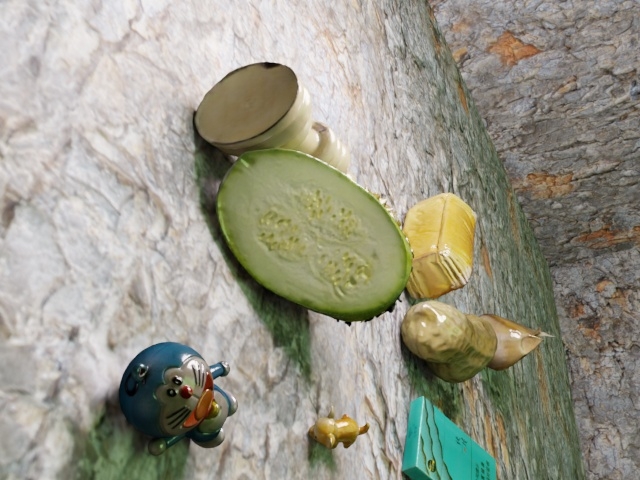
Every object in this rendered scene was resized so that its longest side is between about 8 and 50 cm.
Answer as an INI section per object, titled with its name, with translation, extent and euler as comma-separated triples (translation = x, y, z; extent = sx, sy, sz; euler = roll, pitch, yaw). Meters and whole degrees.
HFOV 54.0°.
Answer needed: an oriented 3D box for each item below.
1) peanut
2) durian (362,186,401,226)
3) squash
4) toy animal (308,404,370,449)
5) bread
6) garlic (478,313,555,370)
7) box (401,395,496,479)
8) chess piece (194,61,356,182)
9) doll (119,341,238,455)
[peanut]
translation = 0.273, 0.217, 1.320
extent = 0.291, 0.143, 0.159
euler = 23, 63, -52
[durian]
translation = 0.089, -0.033, 1.109
extent = 0.140, 0.078, 0.224
euler = 64, 22, -7
[squash]
translation = 0.000, 0.000, 0.845
extent = 0.260, 0.189, 0.189
euler = 38, 42, -58
[toy animal]
translation = 0.026, 0.264, 0.876
extent = 0.083, 0.081, 0.060
euler = 68, 20, -62
[bread]
translation = 0.265, 0.009, 1.414
extent = 0.119, 0.153, 0.288
euler = 55, 30, -23
[garlic]
translation = 0.534, 0.284, 1.750
extent = 0.338, 0.196, 0.151
euler = 16, 77, -63
[box]
translation = 0.248, 0.424, 1.183
extent = 0.226, 0.042, 0.161
euler = 43, 33, -16
[chess piece]
translation = -0.036, -0.127, 0.924
extent = 0.124, 0.139, 0.307
euler = 41, 1, 30
[doll]
translation = -0.136, 0.151, 0.605
extent = 0.114, 0.086, 0.152
euler = -68, 149, -26
